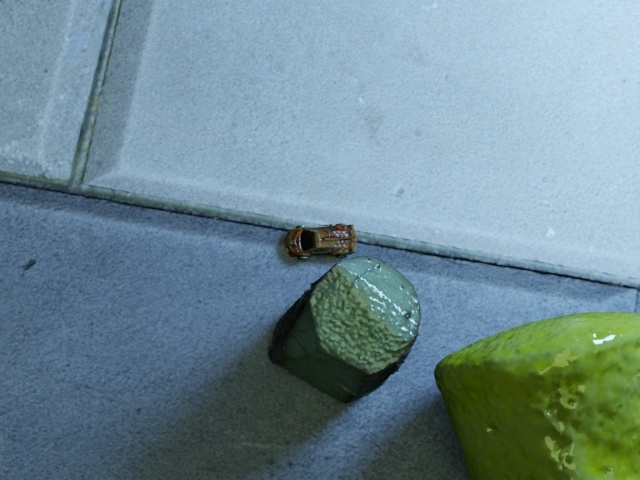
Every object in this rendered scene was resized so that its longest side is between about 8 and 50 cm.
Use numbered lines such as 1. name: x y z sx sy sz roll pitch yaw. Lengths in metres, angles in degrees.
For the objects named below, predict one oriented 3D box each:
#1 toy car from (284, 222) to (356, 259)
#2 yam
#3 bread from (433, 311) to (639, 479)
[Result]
1. toy car: 0.000 0.000 1.896 0.122 0.035 0.059 -2 81 -3
2. yam: 0.045 0.132 1.750 0.202 0.271 0.201 30 77 0
3. bread: 0.372 0.269 1.690 0.348 0.348 0.307 -16 85 -5
